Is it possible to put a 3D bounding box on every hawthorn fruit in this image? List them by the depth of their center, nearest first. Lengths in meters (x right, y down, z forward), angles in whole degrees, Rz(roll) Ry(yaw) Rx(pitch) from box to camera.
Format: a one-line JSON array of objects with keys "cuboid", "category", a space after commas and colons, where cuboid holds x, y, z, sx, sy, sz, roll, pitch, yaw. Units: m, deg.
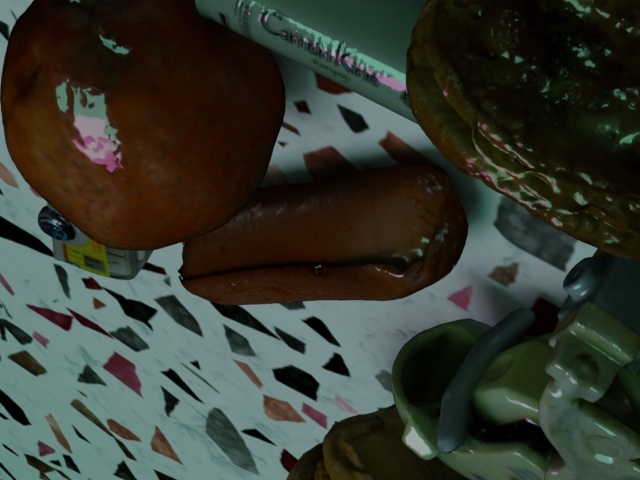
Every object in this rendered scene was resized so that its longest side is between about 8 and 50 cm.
[{"cuboid": [-0.143, -0.114, 1.309, 0.210, 0.210, 0.262, 21, 163, 29], "category": "hawthorn fruit"}]

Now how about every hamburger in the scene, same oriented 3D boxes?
[{"cuboid": [0.091, 0.261, 1.542, 0.259, 0.283, 0.144, 49, 113, 21], "category": "hamburger"}]

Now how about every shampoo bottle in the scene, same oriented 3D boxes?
[{"cuboid": [0.045, -0.133, 1.203, 0.262, 0.085, 0.085, 28, 150, 17], "category": "shampoo bottle"}]

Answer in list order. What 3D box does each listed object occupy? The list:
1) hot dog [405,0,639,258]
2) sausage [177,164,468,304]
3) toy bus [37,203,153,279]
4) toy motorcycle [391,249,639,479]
[{"cuboid": [0.157, -0.085, 1.088, 0.227, 0.160, 0.099, 28, 176, 5], "category": "hot dog"}, {"cuboid": [0.000, 0.000, 1.443, 0.330, 0.102, 0.102, -5, 130, 53], "category": "sausage"}, {"cuboid": [-0.189, -0.066, 1.580, 0.106, 0.092, 0.268, 22, 149, 10], "category": "toy bus"}, {"cuboid": [0.200, 0.122, 1.324, 0.237, 0.169, 0.410, 37, 147, -11], "category": "toy motorcycle"}]
